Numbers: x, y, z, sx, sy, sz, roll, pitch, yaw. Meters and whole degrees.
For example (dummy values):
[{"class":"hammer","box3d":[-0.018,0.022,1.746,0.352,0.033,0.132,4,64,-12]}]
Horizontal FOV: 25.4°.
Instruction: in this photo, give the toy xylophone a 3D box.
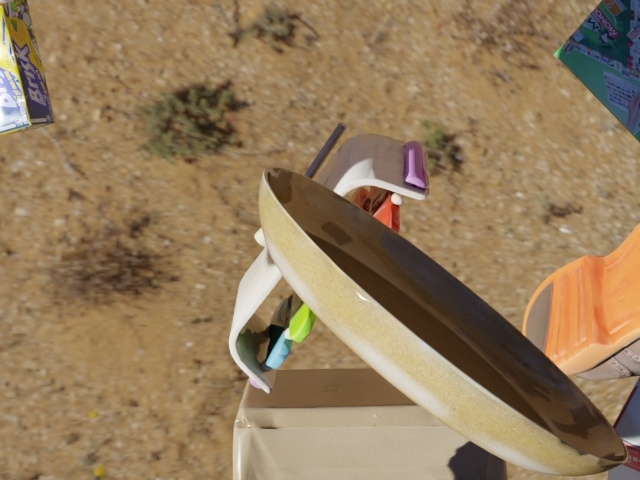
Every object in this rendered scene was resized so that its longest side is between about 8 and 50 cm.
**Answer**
[{"class":"toy xylophone","box3d":[0.000,0.000,1.557,0.081,0.236,0.322,31,123,-14]}]

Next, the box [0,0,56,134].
[{"class":"box","box3d":[-0.362,-0.210,1.648,0.054,0.059,0.168,-13,92,22]}]

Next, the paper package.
[{"class":"paper package","box3d":[0.055,0.255,1.699,0.310,0.325,0.168,-1,92,-1]}]

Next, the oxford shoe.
[{"class":"oxford shoe","box3d":[0.338,0.044,1.266,0.364,0.133,0.130,-29,50,57]}]

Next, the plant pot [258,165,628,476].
[{"class":"plant pot","box3d":[0.056,0.046,0.734,0.236,0.236,0.032,41,99,17]}]

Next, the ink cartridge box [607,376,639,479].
[{"class":"ink cartridge box","box3d":[0.358,0.221,1.493,0.072,0.175,0.127,19,53,25]}]

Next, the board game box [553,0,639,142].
[{"class":"board game box","box3d":[0.445,-0.213,1.712,0.213,0.046,0.317,-50,46,18]}]

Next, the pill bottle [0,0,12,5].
[{"class":"pill bottle","box3d":[-0.268,-0.206,1.130,0.083,0.043,0.043,-12,83,26]}]
